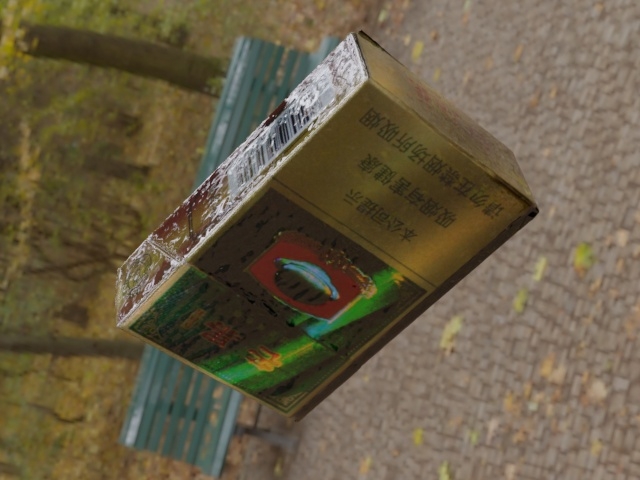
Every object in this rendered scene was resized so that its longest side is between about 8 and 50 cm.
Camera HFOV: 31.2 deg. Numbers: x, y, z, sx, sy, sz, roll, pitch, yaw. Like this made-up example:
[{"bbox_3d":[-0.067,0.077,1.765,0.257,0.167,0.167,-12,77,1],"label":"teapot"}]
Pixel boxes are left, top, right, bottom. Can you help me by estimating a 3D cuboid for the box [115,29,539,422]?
[{"bbox_3d":[0.000,0.000,0.745,0.240,0.159,0.071,-44,35,23],"label":"box"}]
